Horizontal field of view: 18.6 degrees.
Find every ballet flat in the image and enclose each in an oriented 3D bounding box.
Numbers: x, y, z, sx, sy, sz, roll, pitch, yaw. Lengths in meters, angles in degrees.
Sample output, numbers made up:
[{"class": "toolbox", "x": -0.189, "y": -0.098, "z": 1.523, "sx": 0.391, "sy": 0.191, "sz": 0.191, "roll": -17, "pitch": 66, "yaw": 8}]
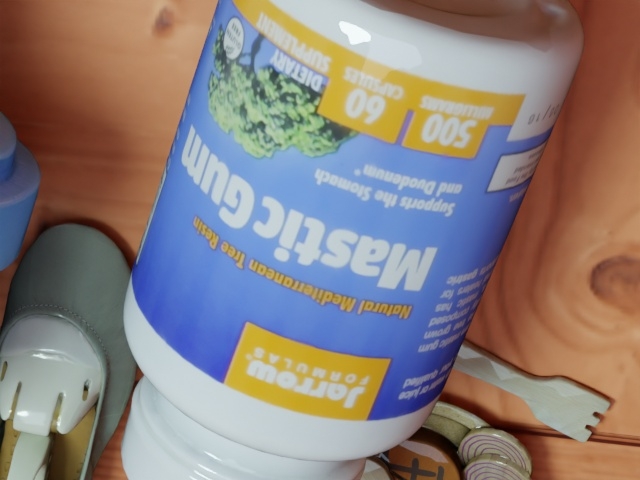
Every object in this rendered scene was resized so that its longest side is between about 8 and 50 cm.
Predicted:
[{"class": "ballet flat", "x": -0.137, "y": 0.095, "z": 0.978, "sx": 0.072, "sy": 0.068, "sz": 0.213, "roll": 16, "pitch": 117, "yaw": 2}]

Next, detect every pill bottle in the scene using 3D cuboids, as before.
[{"class": "pill bottle", "x": 0.000, "y": 0.000, "z": 0.860, "sx": 0.152, "sy": 0.152, "sz": 0.272, "roll": 20, "pitch": 117, "yaw": 0}]

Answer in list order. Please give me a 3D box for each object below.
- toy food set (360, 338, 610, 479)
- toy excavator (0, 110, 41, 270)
[{"class": "toy food set", "x": 0.050, "y": 0.137, "z": 0.981, "sx": 0.132, "sy": 0.038, "sz": 0.192, "roll": 25, "pitch": 117, "yaw": -2}, {"class": "toy excavator", "x": -0.303, "y": -0.162, "z": 0.832, "sx": 0.433, "sy": 0.222, "sz": 0.445, "roll": 20, "pitch": 103, "yaw": 1}]
